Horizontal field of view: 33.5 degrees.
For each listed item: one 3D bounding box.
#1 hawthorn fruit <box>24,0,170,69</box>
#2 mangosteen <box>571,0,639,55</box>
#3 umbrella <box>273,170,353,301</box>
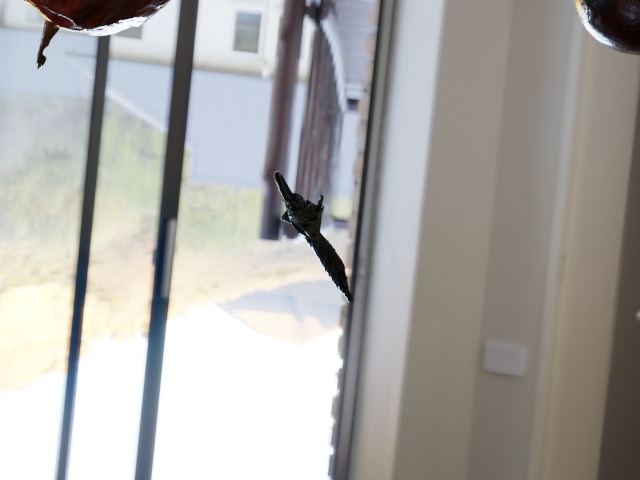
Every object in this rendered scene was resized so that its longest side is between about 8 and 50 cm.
[{"bbox_3d":[-0.231,-0.274,1.020,0.207,0.243,0.207,29,-161,-11],"label":"hawthorn fruit"},{"bbox_3d":[0.152,-0.120,0.478,0.081,0.080,0.081,6,-177,0],"label":"mangosteen"},{"bbox_3d":[-0.002,-0.005,1.026,0.044,0.044,0.269,-22,152,5],"label":"umbrella"}]
